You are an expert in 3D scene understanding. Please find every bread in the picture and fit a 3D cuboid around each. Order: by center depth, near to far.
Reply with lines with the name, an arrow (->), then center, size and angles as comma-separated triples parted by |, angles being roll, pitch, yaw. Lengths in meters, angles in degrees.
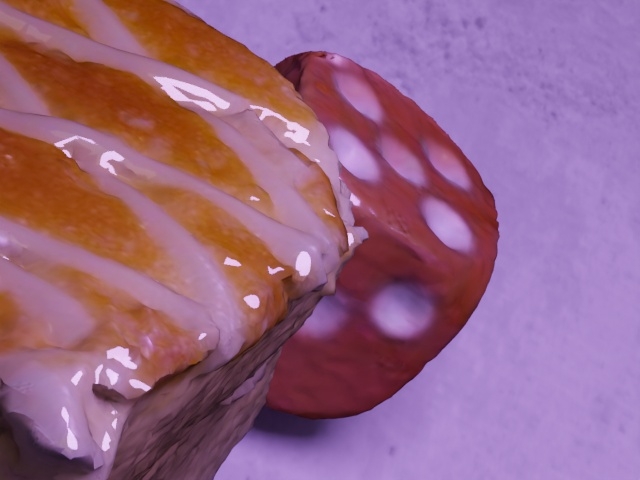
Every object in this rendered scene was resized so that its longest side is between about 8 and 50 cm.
bread -> -0.218, 0.013, 0.870 | 0.390, 0.279, 0.371 | 35, 35, 11

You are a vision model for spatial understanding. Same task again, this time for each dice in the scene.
dice -> 0.000, 0.000, 1.128 | 0.179, 0.174, 0.175 | 37, 28, -21
